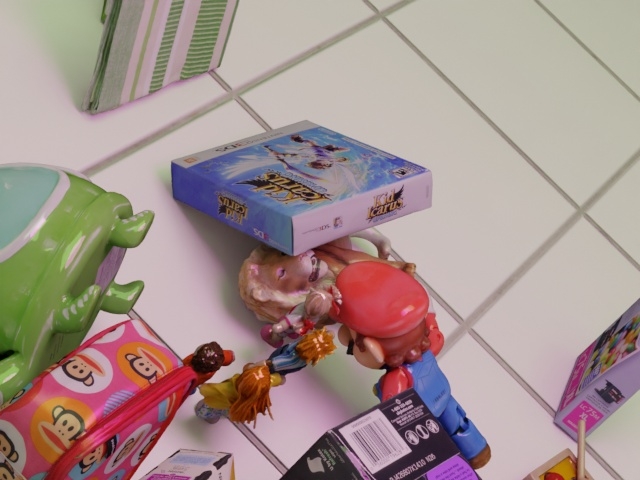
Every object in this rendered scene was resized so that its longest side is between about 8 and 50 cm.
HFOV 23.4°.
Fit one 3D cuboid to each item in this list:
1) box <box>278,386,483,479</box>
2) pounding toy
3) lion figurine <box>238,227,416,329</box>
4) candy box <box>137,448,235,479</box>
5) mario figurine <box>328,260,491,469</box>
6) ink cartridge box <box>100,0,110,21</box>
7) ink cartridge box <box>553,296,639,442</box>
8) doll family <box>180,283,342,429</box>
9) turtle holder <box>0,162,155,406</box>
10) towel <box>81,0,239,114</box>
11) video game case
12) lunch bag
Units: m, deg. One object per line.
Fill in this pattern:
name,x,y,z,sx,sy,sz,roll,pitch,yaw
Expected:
box,0.026,0.311,1.724,0.165,0.270,0.143,-18,65,-50
pounding toy,0.336,0.341,2.113,0.141,0.100,0.130,-21,68,-50
lion figurine,0.000,0.000,2.163,0.240,0.142,0.392,12,28,-11
candy box,-0.162,0.330,1.601,0.233,0.071,0.159,-33,122,-64
mario figurine,0.094,0.174,2.008,0.198,0.170,0.320,-89,155,-74
ink cartridge box,-0.222,-0.447,2.303,0.097,0.255,0.188,24,40,-22
ink cartridge box,0.471,0.144,2.261,0.065,0.311,0.186,40,36,-4
doll family,-0.060,0.151,1.867,0.263,0.163,0.118,-27,83,-31
turtle holder,-0.347,0.061,1.724,0.227,0.243,0.320,26,76,4
towel,-0.209,-0.320,2.204,0.038,0.248,0.325,31,32,18
video game case,-0.028,-0.078,2.098,0.244,0.061,0.269,-21,31,-35
lunch bag,-0.253,0.215,1.561,0.120,0.293,0.258,42,36,9
